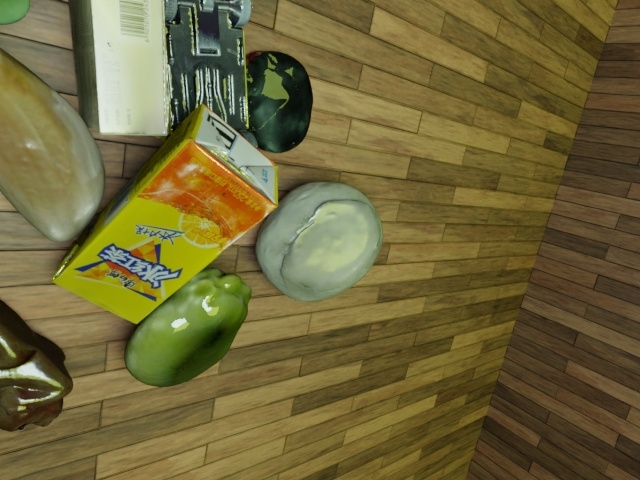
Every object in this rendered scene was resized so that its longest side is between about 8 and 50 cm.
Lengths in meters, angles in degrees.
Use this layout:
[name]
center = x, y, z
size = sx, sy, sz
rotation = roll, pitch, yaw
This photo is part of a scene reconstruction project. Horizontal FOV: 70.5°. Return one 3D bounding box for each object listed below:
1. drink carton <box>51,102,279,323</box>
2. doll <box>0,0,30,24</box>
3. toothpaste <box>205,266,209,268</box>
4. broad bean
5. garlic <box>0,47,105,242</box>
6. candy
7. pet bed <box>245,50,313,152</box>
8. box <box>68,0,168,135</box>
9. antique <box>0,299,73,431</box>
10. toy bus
[drink carton]
center = -0.233, -0.021, 0.682
size = 0.351, 0.111, 0.155
rotation = -37, 123, 25
[doll]
center = -0.424, -0.398, 0.457
size = 0.199, 0.186, 0.321
rotation = -32, 143, -2
[toothpaste]
center = -0.279, 0.031, 0.859
size = 0.075, 0.048, 0.297
rotation = -46, 129, -5
[broad bean]
center = -0.243, 0.167, 0.848
size = 0.238, 0.119, 0.291
rotation = -15, 146, -50
[garlic]
center = -0.374, -0.118, 0.618
size = 0.143, 0.112, 0.318
rotation = -54, 156, -31
[candy]
center = 0.000, 0.000, 0.995
size = 0.296, 0.185, 0.295
rotation = -11, 119, -20
[pet bed]
center = -0.095, -0.270, 0.887
size = 0.201, 0.054, 0.201
rotation = -19, 120, -36
[box]
center = -0.288, -0.263, 0.639
size = 0.095, 0.168, 0.211
rotation = -10, 114, -36
[antique]
center = -0.495, 0.192, 0.683
size = 0.143, 0.121, 0.256
rotation = -43, 129, -17
[toy bus]
center = -0.202, -0.259, 0.728
size = 0.144, 0.152, 0.329
rotation = -16, 116, -38
